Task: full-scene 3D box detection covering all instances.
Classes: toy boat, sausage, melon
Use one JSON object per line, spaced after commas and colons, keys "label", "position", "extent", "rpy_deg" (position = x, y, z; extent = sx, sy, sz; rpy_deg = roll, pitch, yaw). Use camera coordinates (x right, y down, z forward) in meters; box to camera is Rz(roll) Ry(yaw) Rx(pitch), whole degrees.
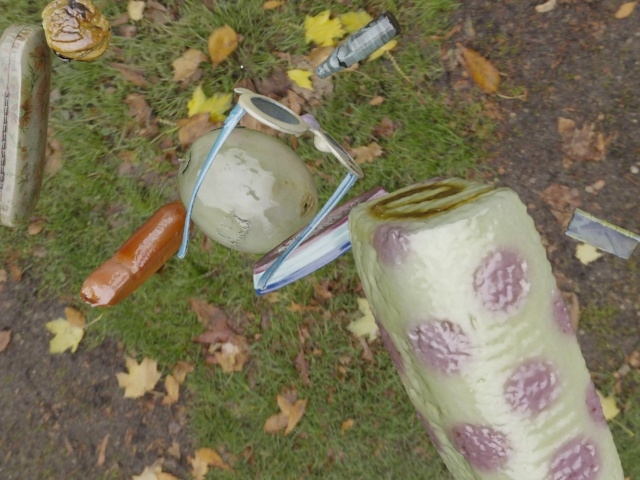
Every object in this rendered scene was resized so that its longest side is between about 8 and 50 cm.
{"label": "toy boat", "position": [0.476, -0.011, 1.188], "extent": [0.115, 0.063, 0.016], "rpy_deg": [26, 57, 16]}
{"label": "sausage", "position": [-0.422, 0.037, 1.657], "extent": [0.097, 0.348, 0.094], "rpy_deg": [23, 146, 24]}
{"label": "toy boat", "position": [0.000, 0.000, 0.956], "extent": [0.229, 0.080, 0.046], "rpy_deg": [-31, 126, 2]}
{"label": "melon", "position": [-0.168, -0.111, 1.570], "extent": [0.330, 0.268, 0.268], "rpy_deg": [31, 99, -24]}

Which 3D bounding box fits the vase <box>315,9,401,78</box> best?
{"label": "vase", "position": [0.075, -0.415, 1.520], "extent": [0.211, 0.060, 0.060], "rpy_deg": [-28, 107, 30]}

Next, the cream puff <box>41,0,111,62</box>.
{"label": "cream puff", "position": [-0.455, -0.396, 1.299], "extent": [0.119, 0.104, 0.133], "rpy_deg": [-42, 80, -15]}

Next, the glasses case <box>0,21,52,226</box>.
{"label": "glasses case", "position": [-0.615, -0.227, 1.433], "extent": [0.098, 0.156, 0.425], "rpy_deg": [13, 115, -5]}

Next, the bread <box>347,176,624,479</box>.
{"label": "bread", "position": [0.153, 0.108, 0.688], "extent": [0.155, 0.187, 0.338], "rpy_deg": [-26, 106, -8]}

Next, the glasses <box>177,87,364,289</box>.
{"label": "glasses", "position": [-0.054, -0.049, 0.834], "extent": [0.190, 0.088, 0.220], "rpy_deg": [26, 88, -35]}
